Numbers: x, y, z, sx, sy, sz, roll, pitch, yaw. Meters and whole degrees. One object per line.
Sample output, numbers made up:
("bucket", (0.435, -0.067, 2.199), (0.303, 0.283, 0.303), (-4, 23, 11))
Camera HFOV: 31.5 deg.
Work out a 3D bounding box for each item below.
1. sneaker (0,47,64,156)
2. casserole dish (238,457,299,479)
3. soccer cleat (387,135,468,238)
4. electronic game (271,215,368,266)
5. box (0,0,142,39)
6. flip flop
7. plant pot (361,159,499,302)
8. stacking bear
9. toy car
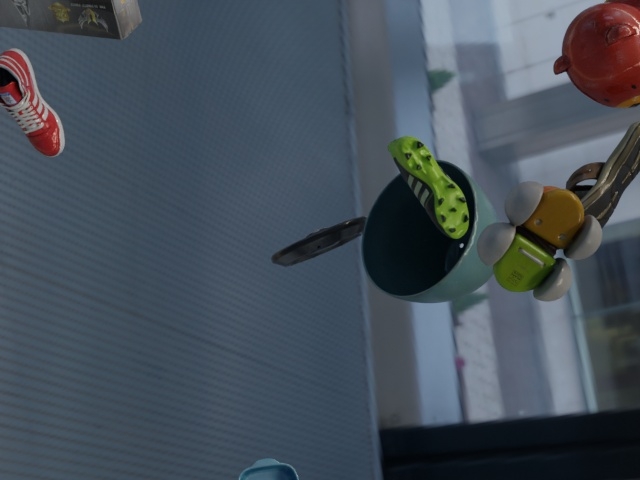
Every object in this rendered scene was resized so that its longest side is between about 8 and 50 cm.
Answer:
("sneaker", (-0.301, -0.133, 1.149), (0.067, 0.042, 0.118), (-82, 150, -70))
("casserole dish", (-0.088, 0.486, 2.027), (0.037, 0.114, 0.188), (119, -36, -72))
("soccer cleat", (0.162, -0.081, 1.690), (0.179, 0.060, 0.072), (56, -14, -18))
("electronic game", (0.000, 0.000, 2.450), (0.229, 0.229, 0.048), (-13, 79, -65))
("box", (-0.360, -0.363, 1.479), (0.056, 0.231, 0.183), (-55, 147, -44))
("flip flop", (0.470, -0.098, 1.945), (0.277, 0.080, 0.112), (-53, 149, -13))
("plant pot", (0.254, 0.007, 2.307), (0.195, 0.290, 0.290), (26, 52, -41))
("stacking bear", (0.388, -0.230, 1.322), (0.289, 0.175, 0.164), (-20, 92, -43))
("toy car", (0.335, -0.005, 1.785), (0.159, 0.182, 0.136), (32, 8, -10))
